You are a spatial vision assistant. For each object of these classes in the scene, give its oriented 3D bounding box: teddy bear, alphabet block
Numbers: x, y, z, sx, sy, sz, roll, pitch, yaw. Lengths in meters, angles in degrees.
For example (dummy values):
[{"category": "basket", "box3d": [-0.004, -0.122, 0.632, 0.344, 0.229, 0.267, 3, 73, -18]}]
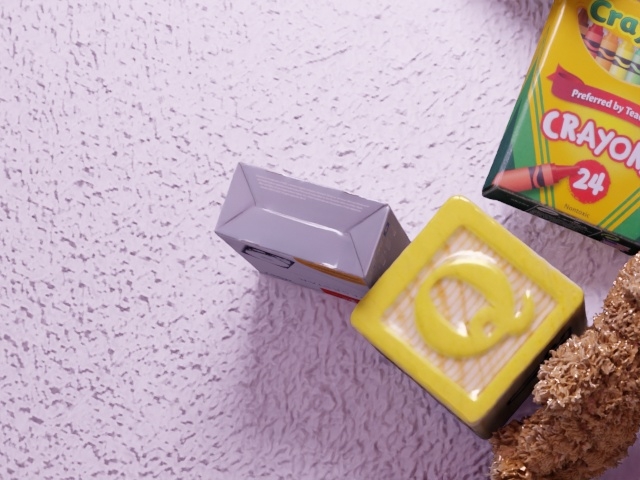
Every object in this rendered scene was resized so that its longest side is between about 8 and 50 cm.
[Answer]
[{"category": "teddy bear", "box3d": [0.315, 0.169, 1.762, 0.338, 0.245, 0.113, -44, 42, -1]}, {"category": "alphabet block", "box3d": [0.172, 0.090, 1.826, 0.192, 0.197, 0.193, 38, 87, 16]}]

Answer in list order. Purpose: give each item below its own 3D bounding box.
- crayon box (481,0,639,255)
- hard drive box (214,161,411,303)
[{"category": "crayon box", "box3d": [0.337, -0.167, 1.882, 0.202, 0.081, 0.318, 21, 82, -5]}, {"category": "hard drive box", "box3d": [0.000, 0.000, 1.860, 0.181, 0.232, 0.089, 17, 82, 15]}]
